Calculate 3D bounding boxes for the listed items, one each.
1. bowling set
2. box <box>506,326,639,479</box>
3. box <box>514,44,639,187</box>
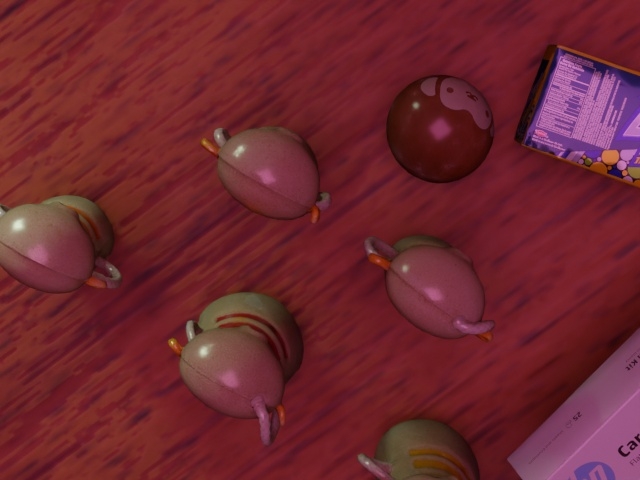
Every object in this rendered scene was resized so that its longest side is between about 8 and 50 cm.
[{"bbox_3d":[0.000,0.000,0.872,0.287,0.154,0.200,30,95,-1],"label":"bowling set"},{"bbox_3d":[0.203,0.114,0.898,0.145,0.038,0.186,-45,116,4],"label":"box"},{"bbox_3d":[0.184,-0.045,0.910,0.169,0.059,0.054,20,96,0],"label":"box"}]
